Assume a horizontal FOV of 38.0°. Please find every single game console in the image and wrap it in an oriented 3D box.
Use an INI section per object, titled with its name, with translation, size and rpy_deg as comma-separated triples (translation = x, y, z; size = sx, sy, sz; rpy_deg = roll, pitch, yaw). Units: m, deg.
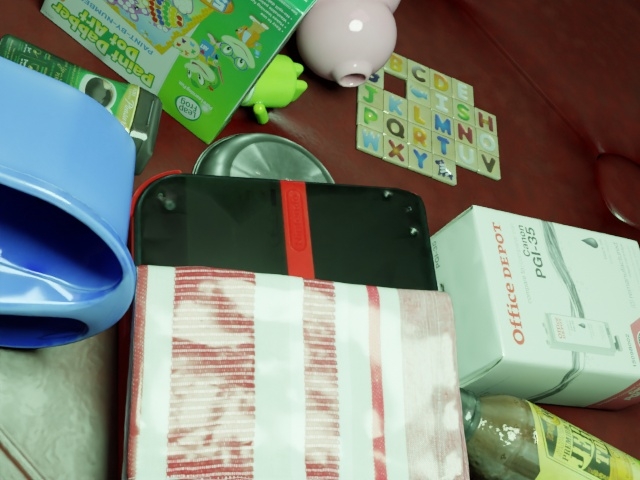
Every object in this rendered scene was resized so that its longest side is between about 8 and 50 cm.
[game console]
translation = -0.031, 0.109, 0.943
size = 0.342, 0.060, 0.387
rpy_deg = 4, 63, -19

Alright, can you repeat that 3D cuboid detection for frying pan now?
[frying pan]
translation = -0.024, 0.006, 1.068
size = 0.197, 0.053, 0.326
rpy_deg = -19, 71, -37

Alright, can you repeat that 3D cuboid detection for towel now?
[towel]
translation = -0.015, 0.141, 0.877
size = 0.329, 0.037, 0.237
rpy_deg = 7, 61, -17

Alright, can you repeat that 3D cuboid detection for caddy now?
[caddy]
translation = -0.316, -0.023, 0.769
size = 0.341, 0.241, 0.179
rpy_deg = 21, 47, -20

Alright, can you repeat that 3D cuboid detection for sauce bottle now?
[sauce bottle]
translation = 0.238, 0.245, 1.043
size = 0.344, 0.111, 0.111
rpy_deg = 28, 51, -13

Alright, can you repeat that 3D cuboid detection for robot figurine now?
[robot figurine]
translation = -0.076, -0.197, 1.140
size = 0.115, 0.067, 0.101
rpy_deg = -2, 72, -33

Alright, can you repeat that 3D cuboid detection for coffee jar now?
[coffee jar]
translation = -0.260, -0.138, 0.977
size = 0.184, 0.079, 0.096
rpy_deg = 20, 50, -20

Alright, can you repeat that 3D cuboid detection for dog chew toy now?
[dog chew toy]
translation = 0.020, -0.358, 1.225
size = 0.206, 0.206, 0.332
rpy_deg = 3, 70, -31

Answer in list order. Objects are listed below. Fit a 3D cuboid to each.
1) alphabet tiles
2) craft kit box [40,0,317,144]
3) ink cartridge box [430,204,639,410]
[alphabet tiles]
translation = 0.155, -0.169, 1.311
size = 0.237, 0.009, 0.198
rpy_deg = 18, 54, -22
[craft kit box]
translation = -0.160, -0.258, 1.006
size = 0.250, 0.246, 0.061
rpy_deg = 38, 52, -7
[ink cartridge box]
translation = 0.282, 0.091, 1.161
size = 0.283, 0.117, 0.207
rpy_deg = 10, 58, -28
